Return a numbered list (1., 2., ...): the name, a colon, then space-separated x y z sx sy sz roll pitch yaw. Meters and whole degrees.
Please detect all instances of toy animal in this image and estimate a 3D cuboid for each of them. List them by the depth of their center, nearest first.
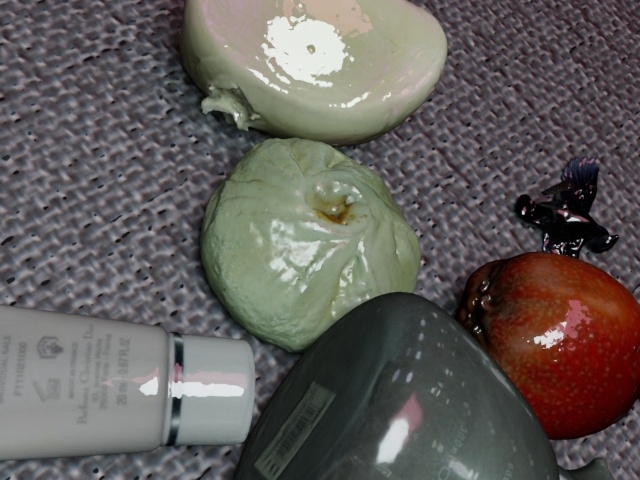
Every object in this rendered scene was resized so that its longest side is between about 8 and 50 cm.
1. toy animal: 0.261 -0.018 0.994 0.108 0.062 0.220 35 51 -29

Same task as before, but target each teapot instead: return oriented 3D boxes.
1. teapot: 0.088 0.228 0.680 0.285 0.223 0.305 36 51 -14

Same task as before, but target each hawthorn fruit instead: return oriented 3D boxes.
1. hawthorn fruit: 0.209 0.100 0.842 0.188 0.169 0.169 29 55 -14

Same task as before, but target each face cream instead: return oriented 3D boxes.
1. face cream: -0.205 0.101 0.678 0.314 0.089 0.143 6 63 -15

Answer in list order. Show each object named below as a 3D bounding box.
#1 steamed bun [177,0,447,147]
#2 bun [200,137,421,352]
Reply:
1. steamed bun: -0.017 -0.156 0.859 0.238 0.170 0.153 24 75 -11
2. bun: 0.000 0.000 0.811 0.195 0.118 0.196 14 58 -24
